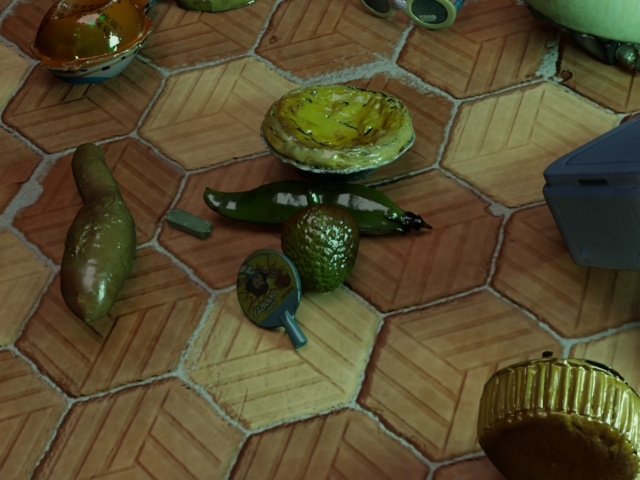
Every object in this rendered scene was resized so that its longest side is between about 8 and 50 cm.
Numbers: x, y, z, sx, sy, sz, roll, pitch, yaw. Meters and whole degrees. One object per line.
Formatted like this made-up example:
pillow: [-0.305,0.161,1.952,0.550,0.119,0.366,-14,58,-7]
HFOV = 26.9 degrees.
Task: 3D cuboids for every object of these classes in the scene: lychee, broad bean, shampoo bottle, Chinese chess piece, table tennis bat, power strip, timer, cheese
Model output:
lychee: [0.000,0.000,1.851,0.114,0.114,0.146,-9,70,2]
broad bean: [-0.004,-0.051,1.938,0.339,0.061,0.077,5,59,15]
shampoo bottle: [0.447,-0.324,2.114,0.057,0.063,0.208,-40,51,-10]
Chinese chess piece: [0.471,-0.427,2.090,0.349,0.146,0.349,7,32,-4]
table tennis bat: [-0.062,0.081,1.823,0.100,0.019,0.155,-41,63,21]
power strip: [-0.192,-0.025,1.979,0.083,0.017,0.027,23,56,29]
timer: [0.508,-0.084,1.711,0.395,0.173,0.395,-24,9,4]
cheese: [-0.366,-0.368,2.271,0.217,0.129,0.329,4,36,19]

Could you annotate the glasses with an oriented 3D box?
glasses: [0.181,-0.431,2.288,0.190,0.088,0.220,17,32,26]

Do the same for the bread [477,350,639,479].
bread: [0.275,0.222,1.530,0.199,0.199,0.104,2,51,13]

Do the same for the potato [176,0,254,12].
potato: [-0.174,-0.486,2.378,0.200,0.081,0.164,-17,45,-9]

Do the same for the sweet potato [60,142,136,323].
sweet potato: [-0.320,-0.023,1.948,0.109,0.109,0.385,-9,40,2]

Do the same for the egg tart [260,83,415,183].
egg tart: [0.024,-0.151,1.988,0.234,0.094,0.234,2,34,-1]
